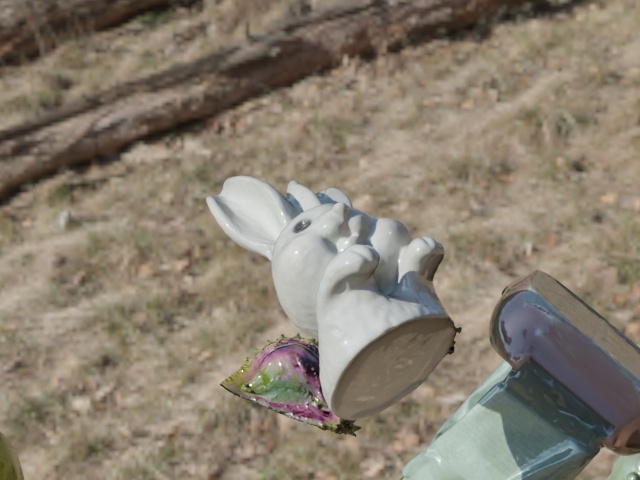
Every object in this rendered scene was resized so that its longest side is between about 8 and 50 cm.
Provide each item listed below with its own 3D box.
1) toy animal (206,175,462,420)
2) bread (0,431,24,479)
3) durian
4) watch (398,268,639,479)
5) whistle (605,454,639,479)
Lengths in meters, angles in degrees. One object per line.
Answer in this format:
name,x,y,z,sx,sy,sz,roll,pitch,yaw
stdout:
toy animal,0.003,0.001,0.885,0.103,0.131,0.221,-17,51,-22
bread,-0.434,0.308,1.570,0.156,0.261,0.158,-38,67,-6
durian,-0.020,0.183,1.696,0.186,0.108,0.119,17,-6,16
watch,0.151,0.159,1.049,0.161,0.241,0.253,42,12,8
whistle,0.423,0.329,1.681,0.110,0.244,0.092,-35,63,-12
